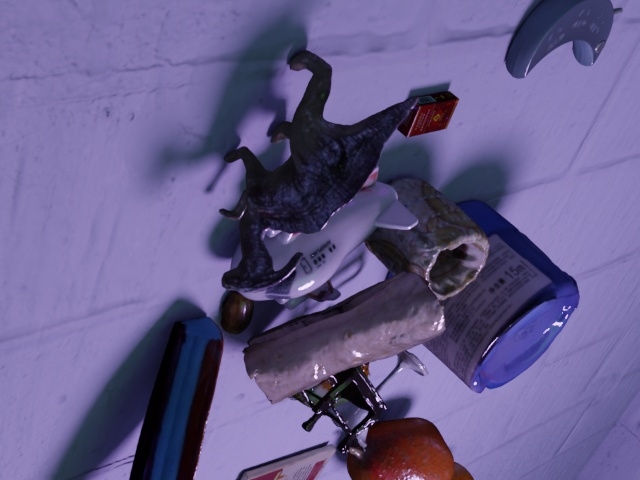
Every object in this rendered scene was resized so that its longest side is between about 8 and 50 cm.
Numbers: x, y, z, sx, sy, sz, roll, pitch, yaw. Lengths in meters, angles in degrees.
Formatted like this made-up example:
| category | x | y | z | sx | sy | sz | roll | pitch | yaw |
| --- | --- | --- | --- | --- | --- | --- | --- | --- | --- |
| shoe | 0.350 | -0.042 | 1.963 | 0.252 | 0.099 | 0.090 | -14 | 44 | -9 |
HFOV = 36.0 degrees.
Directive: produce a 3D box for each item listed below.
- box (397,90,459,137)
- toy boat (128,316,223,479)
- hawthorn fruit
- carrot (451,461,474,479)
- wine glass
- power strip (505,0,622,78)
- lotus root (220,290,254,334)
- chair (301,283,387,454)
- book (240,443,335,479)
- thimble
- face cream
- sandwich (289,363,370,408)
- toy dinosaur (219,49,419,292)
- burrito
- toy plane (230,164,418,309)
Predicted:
| category | x | y | z | sx | sy | sz | roll | pitch | yaw |
| --- | --- | --- | --- | --- | --- | --- | --- | --- | --- |
| box | 0.146 | -0.171 | 1.332 | 0.082 | 0.023 | 0.051 | -17 | 141 | -39 |
| toy boat | -0.204 | 0.291 | 1.325 | 0.080 | 0.136 | 0.391 | 10 | 105 | -23 |
| hawthorn fruit | 0.139 | 0.433 | 1.930 | 0.251 | 0.199 | 0.199 | 27 | 106 | -45 |
| carrot | 0.228 | 0.637 | 2.326 | 0.254 | 0.196 | 0.196 | -4 | 132 | -34 |
| wine glass | 0.094 | 0.264 | 1.733 | 0.183 | 0.122 | 0.122 | -46 | 151 | -12 |
| power strip | 0.361 | -0.303 | 1.414 | 0.216 | 0.044 | 0.137 | -18 | 140 | -38 |
| lotus root | -0.112 | 0.099 | 1.340 | 0.037 | 0.030 | 0.083 | -21 | 142 | -33 |
| chair | 0.057 | 0.187 | 1.475 | 0.229 | 0.106 | 0.113 | -45 | 126 | -18 |
| book | -0.086 | 0.461 | 1.832 | 0.232 | 0.022 | 0.162 | -7 | 135 | -48 |
| thimble | 0.146 | -0.005 | 1.418 | 0.137 | 0.143 | 0.190 | -46 | 150 | 4 |
| face cream | 0.264 | 0.095 | 1.610 | 0.249 | 0.225 | 0.249 | -30 | 148 | -21 |
| sandwich | 0.025 | 0.206 | 1.594 | 0.159 | 0.079 | 0.235 | -48 | 150 | 5 |
| toy dinosaur | -0.025 | -0.074 | 1.101 | 0.294 | 0.162 | 0.077 | -54 | 149 | 15 |
| burrito | 0.038 | 0.130 | 1.362 | 0.299 | 0.105 | 0.143 | -23 | 177 | 15 |
| toy plane | -0.003 | -0.002 | 1.268 | 0.252 | 0.118 | 0.252 | -28 | 145 | -22 |
